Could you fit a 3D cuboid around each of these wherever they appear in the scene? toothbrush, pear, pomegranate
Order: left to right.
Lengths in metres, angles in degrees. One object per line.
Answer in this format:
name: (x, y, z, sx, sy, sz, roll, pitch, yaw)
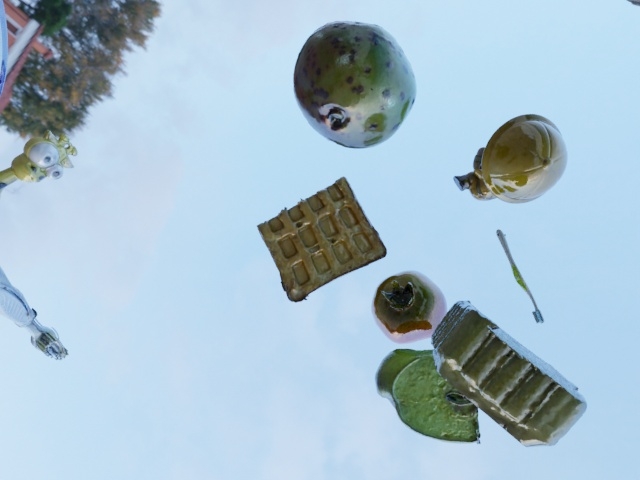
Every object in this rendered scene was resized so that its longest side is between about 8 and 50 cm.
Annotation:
toothbrush: (-0.366, 0.070, 0.521, 0.042, 0.413, 0.035, 34, -122, 7)
pomegranate: (0.057, -0.309, 0.841, 0.230, 0.231, 0.286, -24, -141, 16)
pomegranate: (0.256, 0.189, 1.300, 0.220, 0.257, 0.221, -8, -117, 16)
pear: (0.274, 0.400, 1.155, 0.255, 0.164, 0.239, -5, -93, 0)
toothbrush: (0.515, 0.088, 1.146, 0.026, 0.022, 0.263, -6, -113, -25)

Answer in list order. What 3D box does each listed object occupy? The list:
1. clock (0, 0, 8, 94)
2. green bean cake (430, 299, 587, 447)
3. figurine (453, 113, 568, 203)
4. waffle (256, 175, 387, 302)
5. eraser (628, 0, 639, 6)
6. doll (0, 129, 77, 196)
clock: (-0.281, -0.116, 0.193, 0.230, 0.230, 0.083, -35, -147, 7)
green bean cake: (0.311, 0.223, 0.777, 0.236, 0.233, 0.124, 39, -83, 13)
figurine: (0.431, -0.161, 0.995, 0.192, 0.257, 0.167, -19, -100, -10)
waffle: (0.000, 0.000, 1.423, 0.348, 0.077, 0.304, -27, -98, 0)
eraser: (0.160, -0.207, 0.226, 0.171, 0.290, 0.087, 47, -56, 48)
doll: (-0.665, -0.137, 0.950, 0.291, 0.117, 0.086, -37, -120, -25)
